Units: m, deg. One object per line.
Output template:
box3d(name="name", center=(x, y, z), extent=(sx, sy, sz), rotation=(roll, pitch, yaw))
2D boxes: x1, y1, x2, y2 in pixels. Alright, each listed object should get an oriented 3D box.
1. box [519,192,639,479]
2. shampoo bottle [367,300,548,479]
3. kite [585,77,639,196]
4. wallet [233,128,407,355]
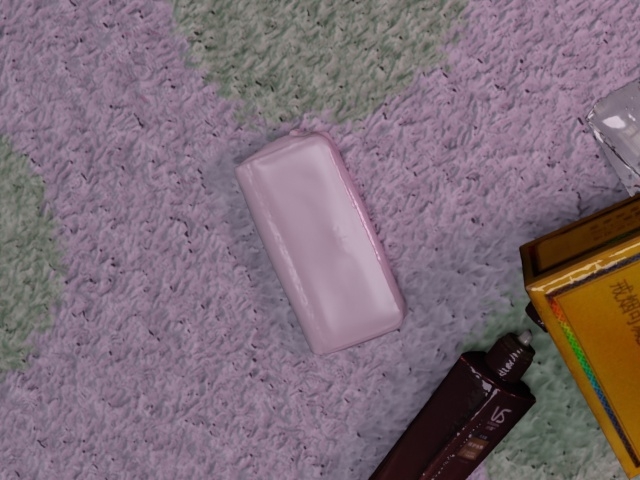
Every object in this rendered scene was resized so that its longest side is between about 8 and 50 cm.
box3d(name="box", center=(0.328, 0.036, 1.272), extent=(0.301, 0.084, 0.193), rotation=(-25, 112, 14))
box3d(name="shampoo bottle", center=(0.120, 0.146, 1.382), extent=(0.067, 0.068, 0.236), rotation=(43, 109, 22))
box3d(name="kite", center=(0.331, -0.118, 1.303), extent=(0.245, 0.015, 0.141), rotation=(-43, 87, 18))
box3d(name="wallet", center=(0.000, 0.000, 1.393), extent=(0.095, 0.033, 0.190), rotation=(-20, 97, 14))
